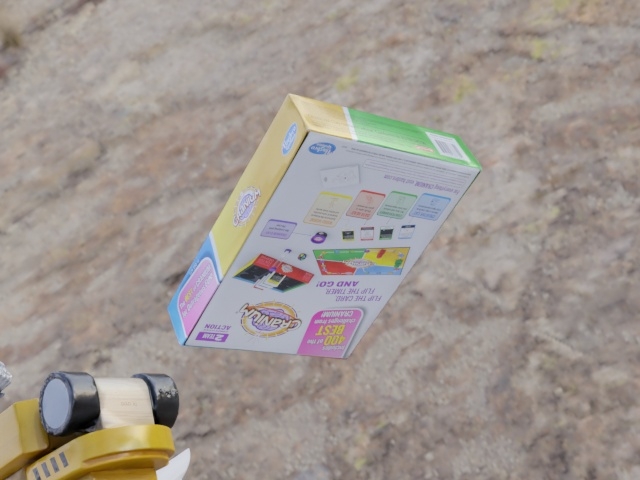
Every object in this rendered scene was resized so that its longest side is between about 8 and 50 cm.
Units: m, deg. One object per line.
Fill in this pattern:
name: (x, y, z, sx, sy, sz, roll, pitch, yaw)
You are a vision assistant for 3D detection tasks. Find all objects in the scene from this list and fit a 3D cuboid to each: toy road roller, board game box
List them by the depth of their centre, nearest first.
board game box: (0.000, 0.000, 1.196, 0.316, 0.242, 0.064, -57, 41, 29)
toy road roller: (-0.358, 0.347, 1.591, 0.329, 0.202, 0.241, -33, 62, 37)

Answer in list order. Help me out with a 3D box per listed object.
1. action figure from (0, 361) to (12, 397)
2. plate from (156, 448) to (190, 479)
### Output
action figure: (-0.632, 0.238, 1.817, 0.141, 0.164, 0.276, -50, 25, 15)
plate: (-0.363, 0.526, 1.968, 0.277, 0.045, 0.278, -48, -7, 11)
